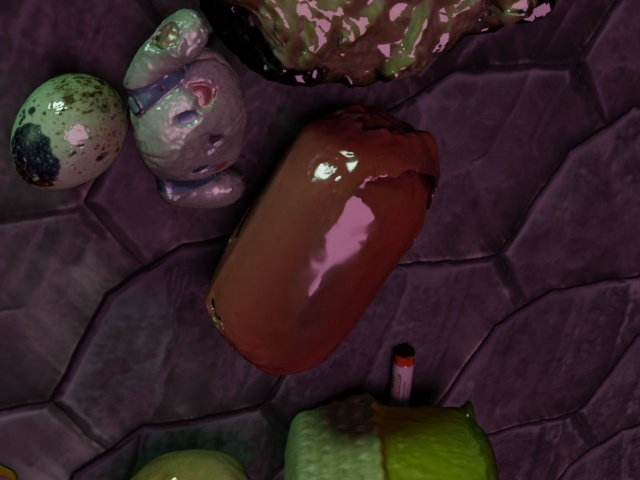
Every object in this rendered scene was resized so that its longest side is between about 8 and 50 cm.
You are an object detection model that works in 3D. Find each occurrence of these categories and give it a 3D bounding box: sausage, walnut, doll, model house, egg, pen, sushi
[{"bbox_3d":[0.000,0.000,0.744,0.152,0.152,0.279,26,106,-30],"label":"sausage"},{"bbox_3d":[-0.143,0.307,0.871,0.167,0.149,0.166,1,100,6],"label":"walnut"},{"bbox_3d":[-0.112,-0.102,0.676,0.104,0.071,0.214,-25,145,-16],"label":"doll"},{"bbox_3d":[0.061,0.277,0.881,0.235,0.193,0.174,13,117,-10],"label":"model house"},{"bbox_3d":[-0.209,-0.088,0.651,0.110,0.085,0.085,-39,124,9],"label":"egg"},{"bbox_3d":[0.095,0.233,0.984,0.028,0.028,0.238,-7,120,-17],"label":"pen"},{"bbox_3d":[0.068,-0.247,0.615,0.350,0.171,0.210,-28,122,-5],"label":"sushi"}]

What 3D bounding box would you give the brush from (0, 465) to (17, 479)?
[{"bbox_3d":[-0.391,0.206,0.795,0.083,0.011,0.205,-42,125,5],"label":"brush"}]
